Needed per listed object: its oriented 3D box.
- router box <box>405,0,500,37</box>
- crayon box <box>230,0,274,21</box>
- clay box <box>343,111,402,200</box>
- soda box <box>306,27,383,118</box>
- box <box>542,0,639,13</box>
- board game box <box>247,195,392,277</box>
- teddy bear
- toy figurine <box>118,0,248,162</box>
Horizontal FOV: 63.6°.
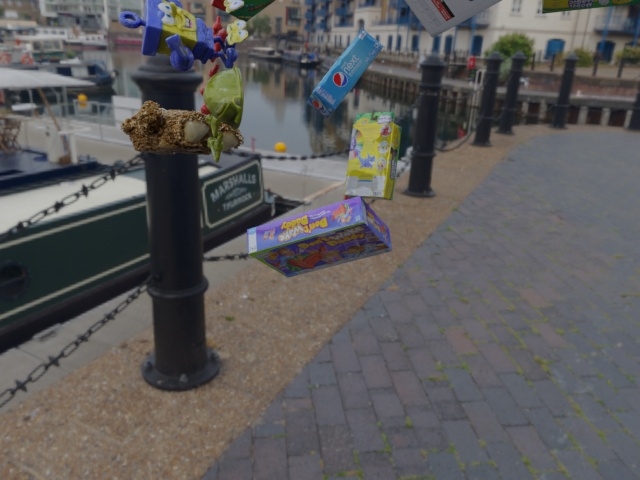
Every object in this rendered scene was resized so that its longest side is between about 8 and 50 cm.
[{"bbox_3d":[0.185,-0.487,0.702,0.301,0.335,0.082,-9,44,53],"label":"router box"},{"bbox_3d":[-0.202,-0.783,1.437,0.165,0.279,0.081,-19,-12,35],"label":"crayon box"},{"bbox_3d":[0.139,-0.221,1.353,0.127,0.222,0.053,8,-1,37],"label":"clay box"},{"bbox_3d":[0.058,-0.395,1.227,0.067,0.210,0.071,38,-14,-7],"label":"soda box"},{"bbox_3d":[0.481,-0.454,0.895,0.179,0.043,0.105,2,62,21],"label":"box"},{"bbox_3d":[0.000,0.000,1.464,0.346,0.078,0.233,-16,-26,22],"label":"board game box"},{"bbox_3d":[-0.335,-0.270,1.245,0.245,0.113,0.338,3,3,-32],"label":"teddy bear"},{"bbox_3d":[-0.272,-0.346,0.968,0.217,0.191,0.363,12,52,-31],"label":"toy figurine"}]
